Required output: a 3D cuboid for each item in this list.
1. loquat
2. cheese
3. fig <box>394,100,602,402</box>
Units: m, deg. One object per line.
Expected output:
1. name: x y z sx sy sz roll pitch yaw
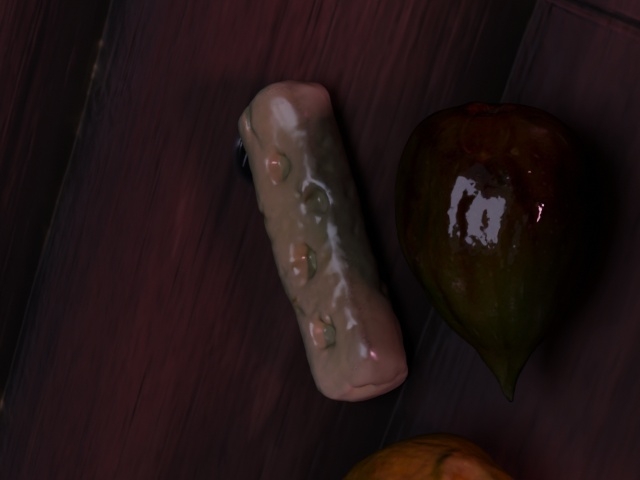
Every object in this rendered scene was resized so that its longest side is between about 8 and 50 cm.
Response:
1. loquat: 0.057 0.173 0.954 0.137 0.113 0.137 179 90 -74
2. cheese: 0.000 0.000 1.046 0.065 0.043 0.194 -31 73 45
3. fig: 0.092 0.006 0.924 0.109 0.103 0.154 -122 30 -72
